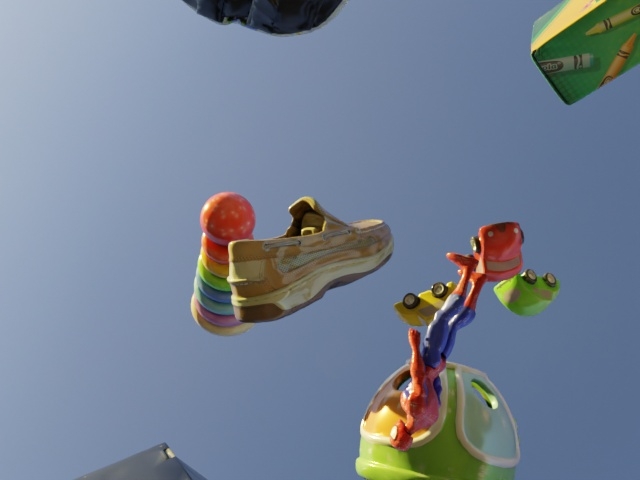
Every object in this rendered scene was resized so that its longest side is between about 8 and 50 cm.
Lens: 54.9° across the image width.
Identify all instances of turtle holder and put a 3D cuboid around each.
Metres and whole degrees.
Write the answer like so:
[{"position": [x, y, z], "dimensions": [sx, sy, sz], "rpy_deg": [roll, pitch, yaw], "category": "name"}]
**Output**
[{"position": [0.216, 0.319, 0.976], "dimensions": [0.320, 0.243, 0.227], "rpy_deg": [14, -107, -12], "category": "turtle holder"}]

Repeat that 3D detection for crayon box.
[{"position": [0.377, -0.281, 0.682], "dimensions": [0.278, 0.165, 0.081], "rpy_deg": [-33, -75, 33], "category": "crayon box"}]

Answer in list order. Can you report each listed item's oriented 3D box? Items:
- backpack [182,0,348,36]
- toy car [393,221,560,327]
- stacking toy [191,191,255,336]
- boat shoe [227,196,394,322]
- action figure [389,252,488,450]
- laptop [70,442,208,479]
[{"position": [-0.029, -0.365, 0.555], "dimensions": [0.290, 0.273, 0.355], "rpy_deg": [13, -56, -10], "category": "backpack"}, {"position": [0.246, 0.070, 0.840], "dimensions": [0.239, 0.225, 0.053], "rpy_deg": [-49, -138, 44], "category": "toy car"}, {"position": [-0.163, 0.035, 1.102], "dimensions": [0.141, 0.330, 0.141], "rpy_deg": [5, -129, -6], "category": "stacking toy"}, {"position": [0.000, 0.000, 0.483], "dimensions": [0.068, 0.190, 0.072], "rpy_deg": [-8, -81, 33], "category": "boat shoe"}, {"position": [0.065, 0.065, 0.357], "dimensions": [0.030, 0.038, 0.115], "rpy_deg": [11, -112, 31], "category": "action figure"}, {"position": [-0.188, 0.474, 0.840], "dimensions": [0.382, 0.408, 0.236], "rpy_deg": [14, -65, 58], "category": "laptop"}]
